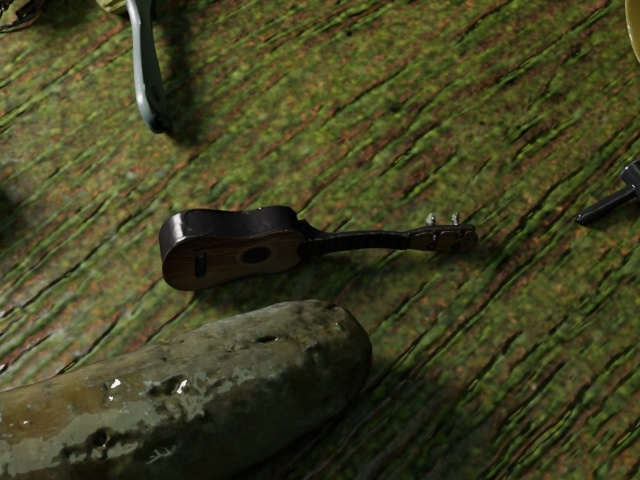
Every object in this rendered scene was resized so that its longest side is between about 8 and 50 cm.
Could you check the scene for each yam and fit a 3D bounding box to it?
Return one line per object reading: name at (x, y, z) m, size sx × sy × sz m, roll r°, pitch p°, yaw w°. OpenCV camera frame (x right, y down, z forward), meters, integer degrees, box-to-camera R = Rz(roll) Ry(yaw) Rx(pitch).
yam at (-0.115, 0.132, 0.852) m, size 0.330 × 0.133 × 0.133 m, roll -21°, pitch 63°, yaw -15°

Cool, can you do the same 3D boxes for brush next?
brush at (-0.191, -0.225, 1.083) m, size 0.060 × 0.068 × 0.297 m, roll -18°, pitch 63°, yaw 14°

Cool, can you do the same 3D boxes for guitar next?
guitar at (0.000, -0.002, 0.953) m, size 0.271 × 0.084 × 0.038 m, roll -5°, pitch 60°, yaw -9°

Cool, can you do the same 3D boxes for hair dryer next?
hair dryer at (0.260, -0.034, 0.987) m, size 0.083 × 0.026 × 0.047 m, roll -26°, pitch 63°, yaw -9°

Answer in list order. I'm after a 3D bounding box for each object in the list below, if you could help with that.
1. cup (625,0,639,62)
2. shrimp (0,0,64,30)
cup at (0.374, -0.233, 1.048) m, size 0.155 × 0.131 × 0.176 m, roll -6°, pitch 36°, yaw -7°
shrimp at (-0.286, -0.268, 1.098) m, size 0.074 × 0.073 × 0.190 m, roll 7°, pitch 57°, yaw 10°
